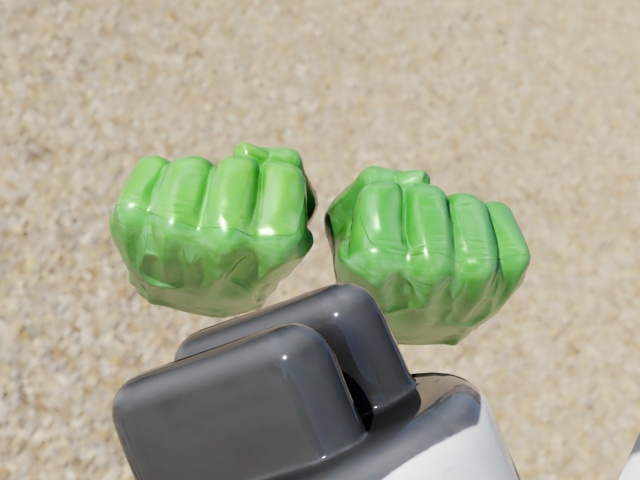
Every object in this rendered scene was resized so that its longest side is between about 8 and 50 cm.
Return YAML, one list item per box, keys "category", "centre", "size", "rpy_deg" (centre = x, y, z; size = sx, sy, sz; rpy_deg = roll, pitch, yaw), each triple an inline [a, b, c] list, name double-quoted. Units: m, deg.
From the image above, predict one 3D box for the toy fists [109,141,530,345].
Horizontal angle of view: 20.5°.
- category: "toy fists"
  centre: [0.000, 0.000, 1.175]
  size: [0.279, 0.142, 0.096]
  rpy_deg: [10, 73, -5]

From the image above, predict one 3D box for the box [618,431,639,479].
- category: "box"
  centre: [0.343, 0.221, 1.065]
  size: [0.215, 0.168, 0.345]
  rpy_deg: [32, -13, -18]

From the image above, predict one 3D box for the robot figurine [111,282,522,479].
- category: "robot figurine"
  centre: [0.016, 0.164, 0.730]
  size: [0.209, 0.173, 0.278]
  rpy_deg: [-26, 98, -26]
